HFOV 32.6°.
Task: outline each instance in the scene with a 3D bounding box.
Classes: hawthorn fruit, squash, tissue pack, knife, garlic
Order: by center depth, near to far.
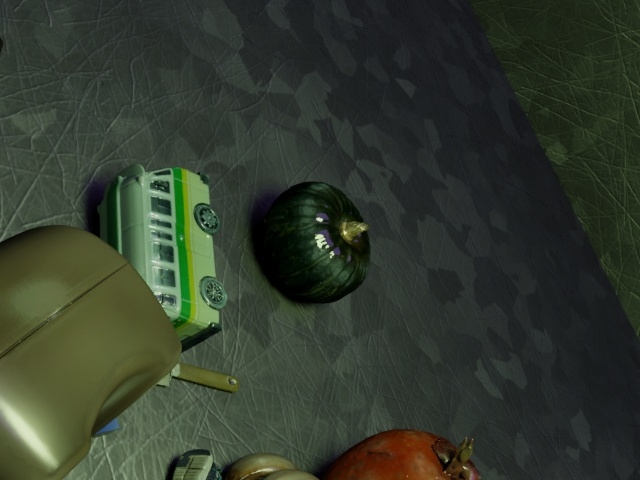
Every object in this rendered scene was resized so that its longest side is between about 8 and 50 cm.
[{"bbox_3d":[-0.361,0.144,1.257,0.277,0.267,0.387,51,28,-5],"label":"tissue pack"},{"bbox_3d":[-0.052,0.398,1.568,0.191,0.160,0.214,40,40,-50],"label":"garlic"},{"bbox_3d":[-0.232,0.196,1.622,0.298,0.017,0.047,23,54,-42],"label":"knife"},{"bbox_3d":[0.143,0.404,1.701,0.276,0.307,0.276,25,40,-23],"label":"hawthorn fruit"},{"bbox_3d":[-0.005,0.002,1.922,0.218,0.172,0.218,11,70,-32],"label":"squash"}]

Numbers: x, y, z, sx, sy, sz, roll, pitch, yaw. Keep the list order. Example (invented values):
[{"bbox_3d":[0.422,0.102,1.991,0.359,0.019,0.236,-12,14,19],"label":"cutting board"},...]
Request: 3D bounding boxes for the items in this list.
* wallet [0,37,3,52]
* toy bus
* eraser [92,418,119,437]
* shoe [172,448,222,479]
[{"bbox_3d":[-0.541,-0.220,1.520,0.170,0.044,0.321,34,38,-34],"label":"wallet"},{"bbox_3d":[-0.245,0.019,1.635,0.165,0.133,0.276,22,48,-43],"label":"toy bus"},{"bbox_3d":[-0.315,0.225,1.483,0.063,0.027,0.084,-4,69,-52],"label":"eraser"},{"bbox_3d":[-0.177,0.365,1.532,0.071,0.064,0.143,56,34,-42],"label":"shoe"}]
